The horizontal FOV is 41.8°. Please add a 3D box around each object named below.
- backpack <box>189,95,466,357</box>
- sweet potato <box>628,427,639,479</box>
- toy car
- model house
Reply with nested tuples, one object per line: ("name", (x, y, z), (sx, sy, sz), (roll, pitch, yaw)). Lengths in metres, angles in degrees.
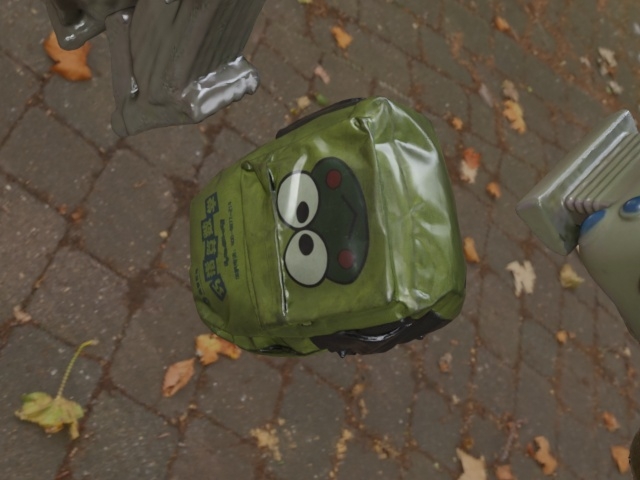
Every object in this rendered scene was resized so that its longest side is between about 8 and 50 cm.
("backpack", (0.000, 0.000, 0.713), (0.140, 0.253, 0.206), (6, 72, -52))
("sweet potato", (0.393, 0.271, 0.877), (0.124, 0.098, 0.310), (32, 27, -21))
("toy car", (0.365, 0.053, 0.785), (0.242, 0.226, 0.336), (-42, 115, -25))
("model house", (-0.107, -0.158, 0.410), (0.122, 0.188, 0.229), (-22, 71, -32))
